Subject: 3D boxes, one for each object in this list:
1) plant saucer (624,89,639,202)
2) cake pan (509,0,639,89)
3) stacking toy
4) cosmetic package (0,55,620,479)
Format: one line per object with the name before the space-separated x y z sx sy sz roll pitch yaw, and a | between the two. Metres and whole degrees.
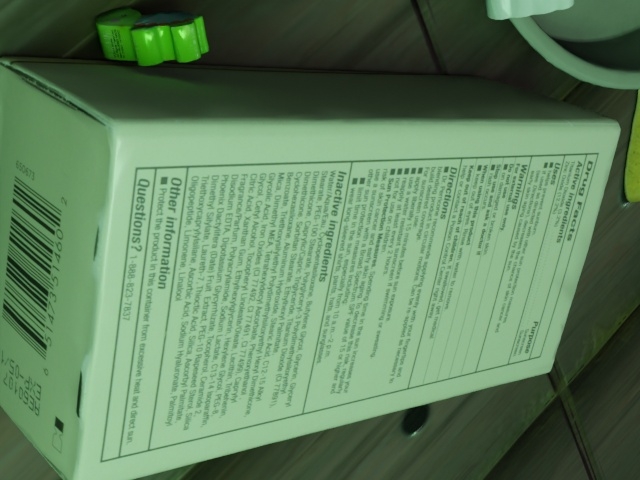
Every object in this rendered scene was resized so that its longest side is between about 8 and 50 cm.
plant saucer | 0.387 -0.202 0.772 0.333 0.081 0.332 -18 122 -35
cake pan | 0.182 -0.233 0.560 0.293 0.054 0.293 -11 114 -27
stacking toy | -0.004 -0.165 0.403 0.221 0.052 0.166 -8 122 5
cosmetic package | 0.000 0.000 0.507 0.310 0.113 0.160 -5 114 -41
